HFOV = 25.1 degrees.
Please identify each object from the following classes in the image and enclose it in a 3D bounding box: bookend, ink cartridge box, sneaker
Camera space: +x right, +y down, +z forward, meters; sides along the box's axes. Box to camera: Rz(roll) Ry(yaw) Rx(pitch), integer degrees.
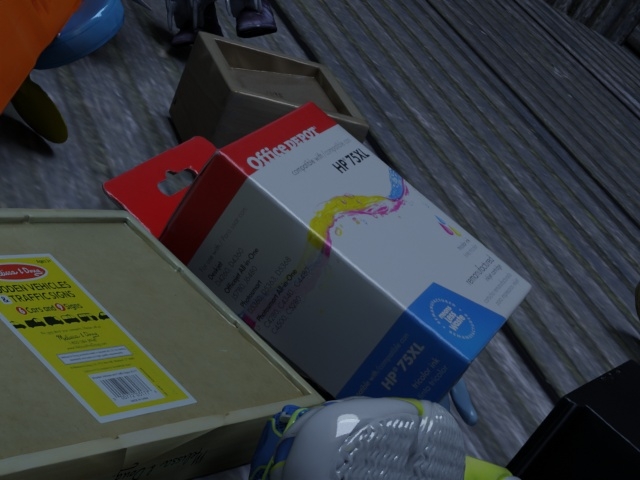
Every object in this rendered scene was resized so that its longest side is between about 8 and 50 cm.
[{"bbox_3d":[0.216,0.162,0.913,0.157,0.072,0.156,41,20,18],"label":"bookend"},{"bbox_3d":[0.000,0.000,0.858,0.231,0.078,0.134,40,28,7],"label":"ink cartridge box"},{"bbox_3d":[0.005,0.112,0.618,0.126,0.091,0.240,12,-16,27],"label":"sneaker"}]

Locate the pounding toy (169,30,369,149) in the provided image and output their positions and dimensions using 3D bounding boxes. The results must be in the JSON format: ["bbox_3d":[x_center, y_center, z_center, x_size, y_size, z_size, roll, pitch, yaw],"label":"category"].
[{"bbox_3d":[-0.030,-0.070,1.071,0.141,0.100,0.130,13,26,-25],"label":"pounding toy"}]

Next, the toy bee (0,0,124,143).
[{"bbox_3d":[-0.196,-0.152,0.892,0.162,0.195,0.298,-4,16,32],"label":"toy bee"}]

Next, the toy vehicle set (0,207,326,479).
[{"bbox_3d":[-0.126,0.048,0.670,0.166,0.035,0.267,42,20,23],"label":"toy vehicle set"}]

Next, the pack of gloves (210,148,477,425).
[{"bbox_3d":[0.002,0.037,0.935,0.195,0.046,0.232,26,31,-22],"label":"pack of gloves"}]

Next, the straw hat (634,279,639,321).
[{"bbox_3d":[0.323,0.097,1.264,0.144,0.144,0.061,39,61,14],"label":"straw hat"}]

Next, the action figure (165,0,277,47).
[{"bbox_3d":[-0.099,-0.314,1.237,0.185,0.285,0.099,-7,5,21],"label":"action figure"}]

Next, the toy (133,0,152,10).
[{"bbox_3d":[-0.256,-0.225,1.084,0.237,0.056,0.137,31,1,16],"label":"toy"}]
